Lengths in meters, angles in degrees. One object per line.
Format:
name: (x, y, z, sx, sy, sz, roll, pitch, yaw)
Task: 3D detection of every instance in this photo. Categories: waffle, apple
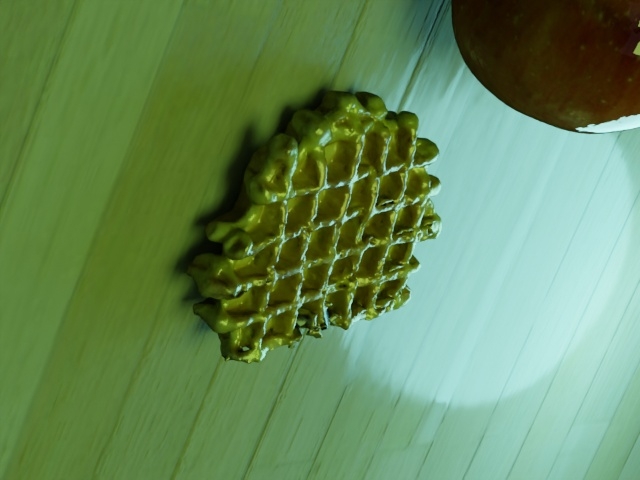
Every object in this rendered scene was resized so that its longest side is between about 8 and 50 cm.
waffle: (-0.001, -0.001, 1.577, 0.283, 0.065, 0.309, -52, 144, -13)
apple: (0.250, -0.214, 1.566, 0.272, 0.251, 0.206, -51, 170, -39)
